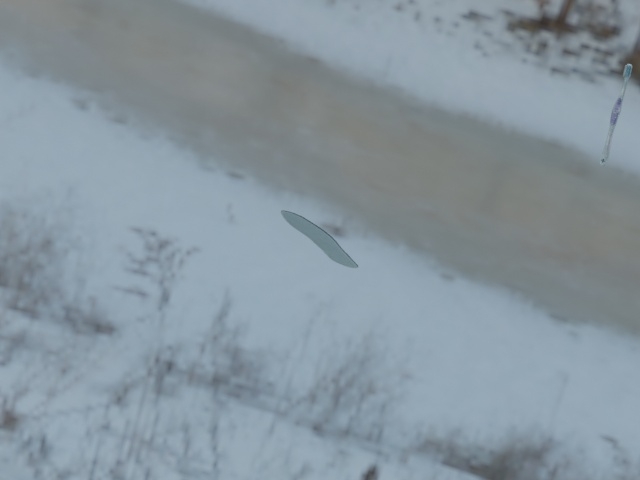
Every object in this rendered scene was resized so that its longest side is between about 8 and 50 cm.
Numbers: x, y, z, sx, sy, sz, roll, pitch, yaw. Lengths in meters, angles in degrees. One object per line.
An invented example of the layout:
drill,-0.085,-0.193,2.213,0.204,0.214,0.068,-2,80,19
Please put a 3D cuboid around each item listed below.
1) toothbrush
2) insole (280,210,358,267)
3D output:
toothbrush,0.369,-0.156,2.055,0.011,0.131,0.013,21,17,33
insole,0.000,0.000,1.819,0.053,0.002,0.152,15,-15,30
